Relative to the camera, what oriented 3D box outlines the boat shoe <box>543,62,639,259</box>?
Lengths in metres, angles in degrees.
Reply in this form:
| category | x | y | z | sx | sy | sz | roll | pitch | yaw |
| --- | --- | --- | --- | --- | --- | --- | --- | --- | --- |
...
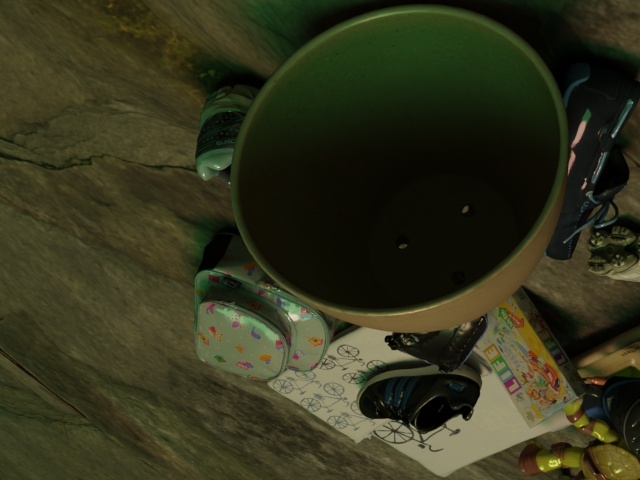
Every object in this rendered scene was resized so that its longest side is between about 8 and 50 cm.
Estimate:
| category | x | y | z | sx | sy | sz | roll | pitch | yaw |
| --- | --- | --- | --- | --- | --- | --- | --- | --- | --- |
| boat shoe | 0.282 | -0.066 | 1.341 | 0.089 | 0.109 | 0.258 | 9 | 144 | 8 |

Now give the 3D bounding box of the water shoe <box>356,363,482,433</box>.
| category | x | y | z | sx | sy | sz | roll | pitch | yaw |
| --- | --- | --- | --- | --- | --- | --- | --- | --- | --- |
| water shoe | 0.122 | 0.219 | 1.717 | 0.203 | 0.080 | 0.073 | -23 | 126 | 39 |

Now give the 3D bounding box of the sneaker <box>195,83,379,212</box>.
| category | x | y | z | sx | sy | sz | roll | pitch | yaw |
| --- | --- | --- | --- | --- | --- | --- | --- | --- | --- |
| sneaker | -0.029 | -0.047 | 1.442 | 0.283 | 0.122 | 0.110 | 33 | 139 | -20 |

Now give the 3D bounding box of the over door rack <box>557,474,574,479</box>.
| category | x | y | z | sx | sy | sz | roll | pitch | yaw |
| --- | --- | --- | --- | --- | --- | --- | --- | --- | --- |
| over door rack | 0.484 | 0.480 | 1.936 | 0.239 | 0.108 | 0.324 | 3 | 140 | 19 |

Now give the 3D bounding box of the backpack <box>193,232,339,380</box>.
| category | x | y | z | sx | sy | sz | roll | pitch | yaw |
| --- | --- | --- | --- | --- | --- | --- | --- | --- | --- |
| backpack | -0.069 | 0.093 | 1.647 | 0.188 | 0.144 | 0.166 | 12 | 137 | 2 |

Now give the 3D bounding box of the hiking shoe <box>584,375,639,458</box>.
| category | x | y | z | sx | sy | sz | roll | pitch | yaw |
| --- | --- | --- | --- | --- | --- | --- | --- | --- | --- |
| hiking shoe | 0.474 | 0.220 | 1.523 | 0.304 | 0.132 | 0.113 | 20 | 101 | -21 |

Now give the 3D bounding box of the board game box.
| category | x | y | z | sx | sy | sz | roll | pitch | yaw |
| --- | --- | --- | --- | --- | --- | --- | --- | --- | --- |
| board game box | 0.258 | 0.147 | 1.603 | 0.154 | 0.026 | 0.103 | 58 | 141 | 13 |

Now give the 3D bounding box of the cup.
| category | x | y | z | sx | sy | sz | roll | pitch | yaw |
| --- | --- | --- | --- | --- | --- | --- | --- | --- | --- |
| cup | 0.102 | -0.037 | 1.309 | 0.331 | 0.331 | 0.237 | 2 | 156 | 19 |

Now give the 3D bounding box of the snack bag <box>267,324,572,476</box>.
| category | x | y | z | sx | sy | sz | roll | pitch | yaw |
| --- | --- | --- | --- | --- | --- | --- | --- | --- | --- |
| snack bag | 0.143 | 0.227 | 1.814 | 0.342 | 0.037 | 0.323 | 34 | 139 | -20 |

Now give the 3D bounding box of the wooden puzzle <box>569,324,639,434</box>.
| category | x | y | z | sx | sy | sz | roll | pitch | yaw |
| --- | --- | --- | --- | --- | --- | --- | --- | --- | --- |
| wooden puzzle | 0.498 | 0.221 | 1.632 | 0.347 | 0.081 | 0.322 | 32 | 140 | -19 |

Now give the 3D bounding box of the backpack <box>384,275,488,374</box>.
| category | x | y | z | sx | sy | sz | roll | pitch | yaw |
| --- | --- | --- | --- | --- | --- | --- | --- | --- | --- |
| backpack | 0.153 | 0.093 | 1.600 | 0.105 | 0.084 | 0.114 | 25 | 130 | -11 |

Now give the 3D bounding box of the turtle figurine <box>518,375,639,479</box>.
| category | x | y | z | sx | sy | sz | roll | pitch | yaw |
| --- | --- | --- | --- | --- | --- | --- | --- | --- | --- |
| turtle figurine | 0.375 | 0.291 | 1.646 | 0.269 | 0.087 | 0.217 | 36 | 140 | -16 |

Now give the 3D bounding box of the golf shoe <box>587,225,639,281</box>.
| category | x | y | z | sx | sy | sz | roll | pitch | yaw |
| --- | --- | --- | --- | --- | --- | --- | --- | --- | --- |
| golf shoe | 0.392 | 0.017 | 1.438 | 0.176 | 0.069 | 0.086 | 2 | 165 | 40 |
